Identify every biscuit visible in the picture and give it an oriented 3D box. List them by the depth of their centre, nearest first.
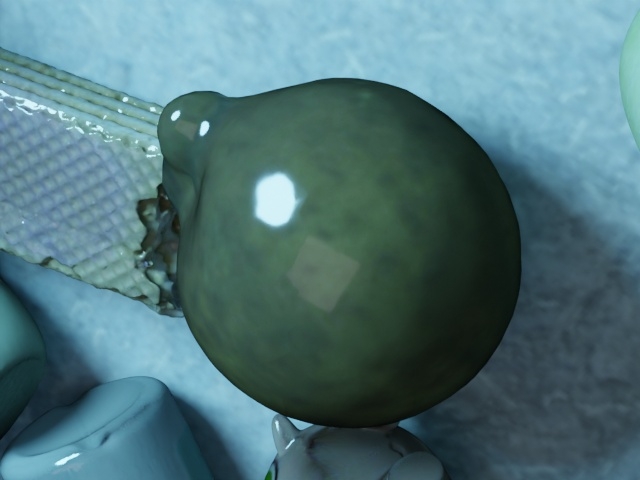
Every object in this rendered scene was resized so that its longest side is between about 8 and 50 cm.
[{"bbox_3d":[-0.169,-0.046,0.922,0.238,0.062,0.108,20,121,12],"label":"biscuit"}]

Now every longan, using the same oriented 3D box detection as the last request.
[{"bbox_3d":[0.000,0.000,0.820,0.204,0.159,0.185,41,128,-2],"label":"longan"}]

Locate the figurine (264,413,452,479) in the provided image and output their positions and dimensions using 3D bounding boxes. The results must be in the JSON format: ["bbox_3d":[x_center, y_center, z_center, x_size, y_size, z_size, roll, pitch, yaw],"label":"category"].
[{"bbox_3d":[0.016,0.158,0.906,0.125,0.125,0.138,27,121,7],"label":"figurine"}]

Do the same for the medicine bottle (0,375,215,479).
[{"bbox_3d":[-0.070,0.257,0.992,0.110,0.110,0.352,-17,106,26],"label":"medicine bottle"}]

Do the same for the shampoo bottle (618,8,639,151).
[{"bbox_3d":[0.293,-0.077,0.580,0.322,0.322,0.317,43,114,-2],"label":"shampoo bottle"}]

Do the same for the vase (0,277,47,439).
[{"bbox_3d":[-0.285,0.031,0.968,0.248,0.128,0.128,35,121,12],"label":"vase"}]
